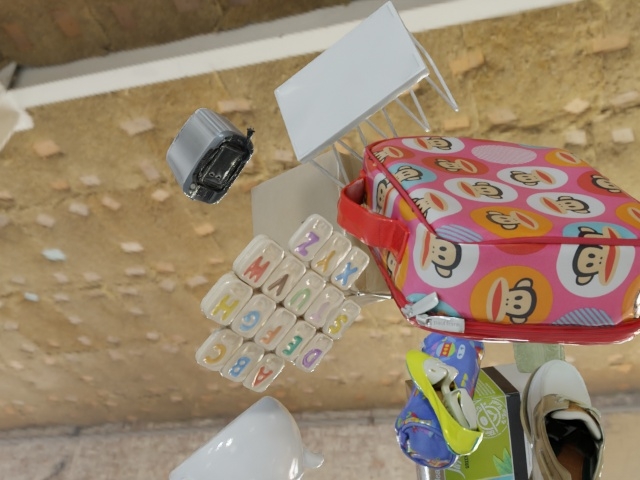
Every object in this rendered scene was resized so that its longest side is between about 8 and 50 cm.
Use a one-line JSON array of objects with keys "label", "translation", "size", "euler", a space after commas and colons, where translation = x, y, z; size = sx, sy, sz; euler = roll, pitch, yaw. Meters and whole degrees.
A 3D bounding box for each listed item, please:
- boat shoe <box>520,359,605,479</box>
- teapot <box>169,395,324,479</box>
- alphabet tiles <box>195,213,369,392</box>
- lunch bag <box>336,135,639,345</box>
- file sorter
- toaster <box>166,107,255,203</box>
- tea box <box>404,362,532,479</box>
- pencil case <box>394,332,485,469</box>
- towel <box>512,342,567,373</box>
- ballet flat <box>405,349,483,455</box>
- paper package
[{"label": "boat shoe", "translation": [0.344, 0.268, 1.095], "size": [0.113, 0.302, 0.103], "euler": [17, -51, 0]}, {"label": "teapot", "translation": [-0.121, 0.404, 1.351], "size": [0.256, 0.187, 0.252], "euler": [-37, -6, -12]}, {"label": "alphabet tiles", "translation": [-0.049, 0.102, 1.184], "size": [0.278, 0.021, 0.284], "euler": [-50, -41, 1]}, {"label": "lunch bag", "translation": [0.145, -0.016, 0.743], "size": [0.258, 0.293, 0.120], "euler": [2, -67, -9]}, {"label": "file sorter", "translation": [0.090, -0.258, 1.480], "size": [0.278, 0.192, 0.173], "euler": [-35, -38, 20]}, {"label": "toaster", "translation": [-0.261, -0.209, 1.862], "size": [0.129, 0.146, 0.227], "euler": [18, -67, -50]}, {"label": "tea box", "translation": [0.400, 0.509, 1.976], "size": [0.324, 0.328, 0.220], "euler": [-9, 9, -3]}, {"label": "pencil case", "translation": [0.234, 0.295, 1.553], "size": [0.133, 0.306, 0.119], "euler": [14, -50, 13]}, {"label": "towel", "translation": [0.445, 0.214, 1.626], "size": [0.110, 0.027, 0.148], "euler": [0, -62, 30]}, {"label": "ballet flat", "translation": [0.230, 0.275, 1.434], "size": [0.077, 0.231, 0.077], "euler": [3, -45, -30]}, {"label": "paper package", "translation": [0.000, 0.000, 1.799], "size": [0.310, 0.324, 0.168], "euler": [-20, -23, 40]}]
